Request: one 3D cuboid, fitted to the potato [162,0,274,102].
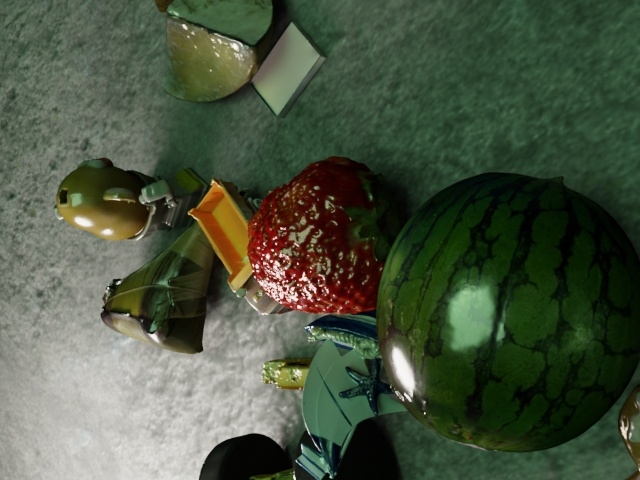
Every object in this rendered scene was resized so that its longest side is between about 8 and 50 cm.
[{"bbox_3d":[-0.186,-0.396,1.295,0.189,0.211,0.264,24,150,-3],"label":"potato"}]

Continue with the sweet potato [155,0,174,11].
[{"bbox_3d":[-0.274,-0.575,1.361,0.273,0.075,0.075,-38,70,33],"label":"sweet potato"}]

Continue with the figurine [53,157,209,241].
[{"bbox_3d":[-0.404,-0.082,1.351,0.342,0.285,0.167,-33,75,35],"label":"figurine"}]

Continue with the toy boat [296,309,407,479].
[{"bbox_3d":[0.071,0.237,1.052,0.210,0.070,0.292,0,55,6],"label":"toy boat"}]

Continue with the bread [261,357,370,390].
[{"bbox_3d":[-0.023,0.245,1.202,0.226,0.088,0.049,-7,90,36],"label":"bread"}]

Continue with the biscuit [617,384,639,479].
[{"bbox_3d":[0.571,0.314,0.770,0.432,0.064,0.283,7,96,37],"label":"biscuit"}]

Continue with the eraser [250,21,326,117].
[{"bbox_3d":[-0.064,-0.324,1.244,0.150,0.023,0.104,-49,65,28],"label":"eraser"}]

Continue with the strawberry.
[{"bbox_3d":[0.000,0.000,1.066,0.276,0.257,0.257,-11,85,23],"label":"strawberry"}]

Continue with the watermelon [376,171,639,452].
[{"bbox_3d":[0.241,0.088,0.844,0.363,0.363,0.363,2,93,37],"label":"watermelon"}]

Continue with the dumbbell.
[{"bbox_3d":[-0.044,0.430,1.155,0.322,0.203,0.204,-24,78,36],"label":"dumbbell"}]

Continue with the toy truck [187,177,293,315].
[{"bbox_3d":[-0.129,0.012,1.240,0.114,0.135,0.270,-49,65,28],"label":"toy truck"}]

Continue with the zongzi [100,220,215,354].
[{"bbox_3d":[-0.341,0.065,1.423,0.289,0.154,0.318,9,78,40],"label":"zongzi"}]
